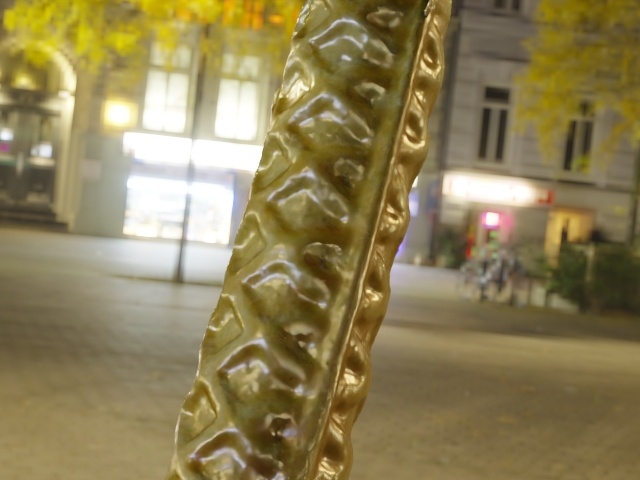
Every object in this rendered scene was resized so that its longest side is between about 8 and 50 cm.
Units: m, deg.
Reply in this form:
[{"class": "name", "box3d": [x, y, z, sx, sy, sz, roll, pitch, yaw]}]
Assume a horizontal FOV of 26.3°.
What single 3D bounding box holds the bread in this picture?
[{"class": "bread", "box3d": [-0.001, 0.000, 0.675, 0.077, 0.367, 0.084, 5, -21, 26]}]
